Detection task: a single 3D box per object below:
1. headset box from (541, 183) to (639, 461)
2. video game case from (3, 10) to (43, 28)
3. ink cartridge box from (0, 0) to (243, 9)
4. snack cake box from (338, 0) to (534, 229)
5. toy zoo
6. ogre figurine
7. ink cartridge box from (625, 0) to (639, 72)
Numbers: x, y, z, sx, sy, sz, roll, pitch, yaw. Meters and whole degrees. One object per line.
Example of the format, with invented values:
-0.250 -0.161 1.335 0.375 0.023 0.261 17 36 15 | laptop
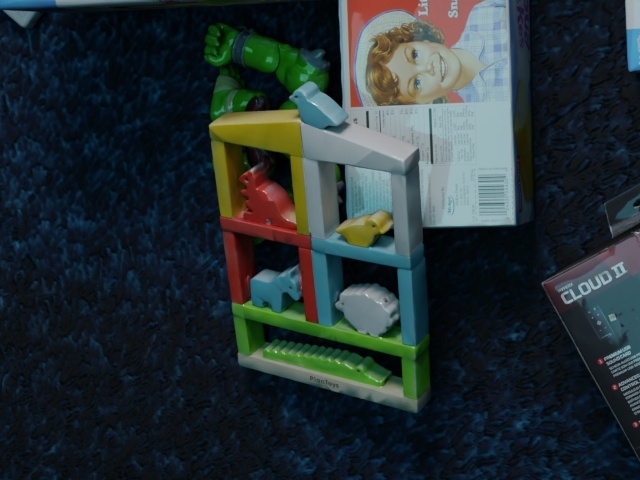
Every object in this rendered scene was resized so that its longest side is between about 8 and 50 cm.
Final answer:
0.337 0.079 1.313 0.218 0.110 0.293 -31 85 17 | headset box
-0.301 -0.343 1.523 0.212 0.023 0.193 41 105 11 | video game case
-0.128 -0.299 1.366 0.270 0.198 0.197 -1 97 12 | ink cartridge box
0.100 -0.143 1.380 0.152 0.089 0.264 0 94 19 | snack cake box
0.000 0.000 1.373 0.192 0.030 0.293 12 123 29 | toy zoo
-0.038 -0.095 1.426 0.118 0.097 0.197 -1 83 29 | ogre figurine
0.306 -0.232 1.322 0.104 0.061 0.181 -2 94 17 | ink cartridge box
